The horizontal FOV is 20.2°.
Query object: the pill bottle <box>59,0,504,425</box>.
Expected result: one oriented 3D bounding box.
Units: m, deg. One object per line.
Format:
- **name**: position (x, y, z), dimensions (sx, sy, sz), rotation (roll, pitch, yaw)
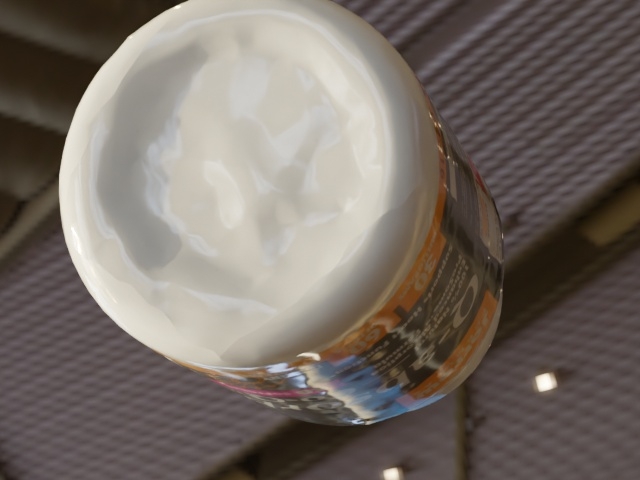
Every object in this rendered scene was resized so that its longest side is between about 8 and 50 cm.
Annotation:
- **pill bottle**: position (0.000, 0.000, 0.839), dimensions (0.162, 0.162, 0.278), rotation (-19, -17, 11)
